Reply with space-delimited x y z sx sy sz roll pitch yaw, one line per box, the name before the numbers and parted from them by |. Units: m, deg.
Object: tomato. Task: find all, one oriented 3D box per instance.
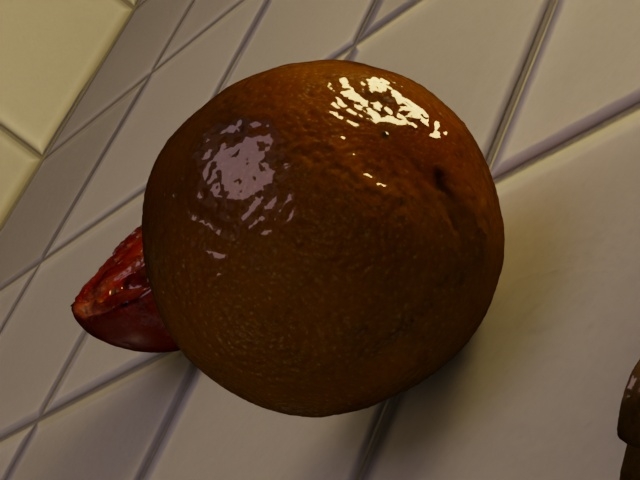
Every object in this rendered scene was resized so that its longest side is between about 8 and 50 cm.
tomato | -0.129 0.033 1.629 0.228 0.101 0.228 -38 19 15

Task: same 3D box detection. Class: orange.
orange | 0.000 0.000 1.151 0.264 0.264 0.264 -45 20 21

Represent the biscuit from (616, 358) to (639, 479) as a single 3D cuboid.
biscuit | 0.200 0.027 0.849 0.205 0.031 0.138 -63 -23 -24
